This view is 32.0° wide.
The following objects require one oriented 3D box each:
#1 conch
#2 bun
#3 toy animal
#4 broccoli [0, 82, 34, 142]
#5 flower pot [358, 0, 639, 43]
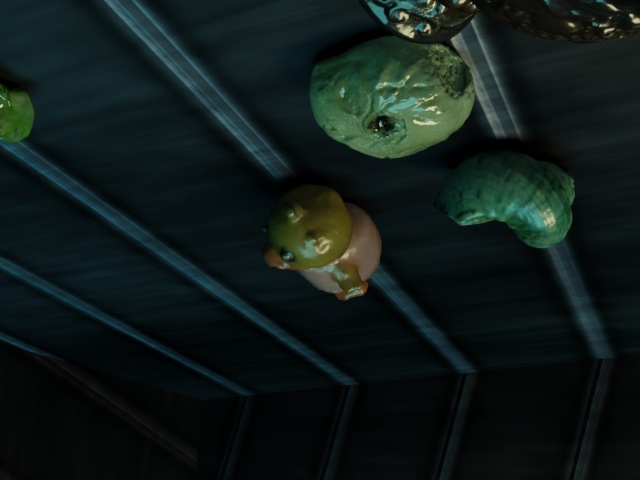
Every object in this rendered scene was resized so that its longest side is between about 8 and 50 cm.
[{"bbox_3d":[0.303,-0.070,1.717,0.202,0.134,0.196,10,-159,-35],"label":"conch"},{"bbox_3d":[0.091,-0.177,1.463,0.221,0.108,0.221,2,161,1],"label":"bun"},{"bbox_3d":[0.002,-0.003,1.908,0.169,0.195,0.281,-46,149,10],"label":"toy animal"},{"bbox_3d":[-0.522,-0.150,1.515,0.269,0.254,0.269,-5,-165,1],"label":"broccoli"},{"bbox_3d":[0.165,-0.286,0.955,0.267,0.266,0.267,17,167,-34],"label":"flower pot"}]
